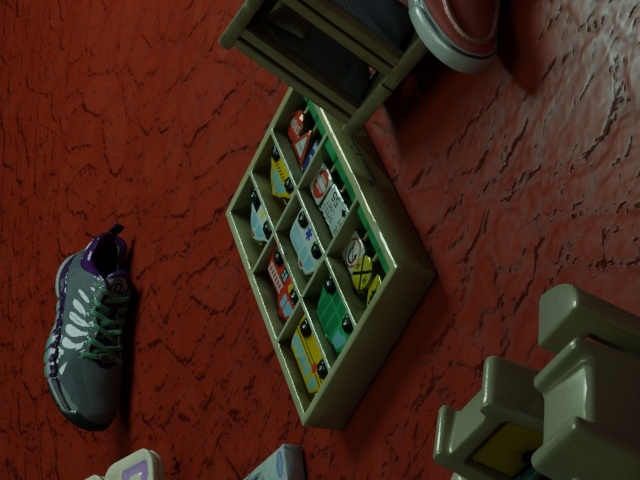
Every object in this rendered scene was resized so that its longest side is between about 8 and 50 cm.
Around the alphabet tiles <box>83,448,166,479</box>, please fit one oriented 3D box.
[{"bbox_3d":[-0.187,0.339,1.363,0.278,0.021,0.284,-30,52,32],"label":"alphabet tiles"}]

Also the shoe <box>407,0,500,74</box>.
[{"bbox_3d":[0.103,-0.205,1.057,0.081,0.063,0.178,124,149,-46],"label":"shoe"}]

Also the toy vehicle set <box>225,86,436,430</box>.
[{"bbox_3d":[0.000,0.000,1.209,0.166,0.035,0.267,-62,32,30],"label":"toy vehicle set"}]

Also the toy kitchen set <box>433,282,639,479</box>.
[{"bbox_3d":[0.146,0.153,0.834,0.166,0.122,0.207,-54,17,40],"label":"toy kitchen set"}]

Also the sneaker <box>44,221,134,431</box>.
[{"bbox_3d":[-0.236,0.087,1.579,0.098,0.083,0.224,-46,41,39],"label":"sneaker"}]

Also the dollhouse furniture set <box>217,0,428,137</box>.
[{"bbox_3d":[0.033,-0.207,1.169,0.129,0.129,0.184,-46,12,45],"label":"dollhouse furniture set"}]

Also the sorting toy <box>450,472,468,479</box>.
[{"bbox_3d":[0.089,0.274,0.941,0.208,0.038,0.193,53,126,55],"label":"sorting toy"}]

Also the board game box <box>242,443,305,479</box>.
[{"bbox_3d":[-0.038,0.224,1.219,0.090,0.020,0.090,-47,41,46],"label":"board game box"}]
